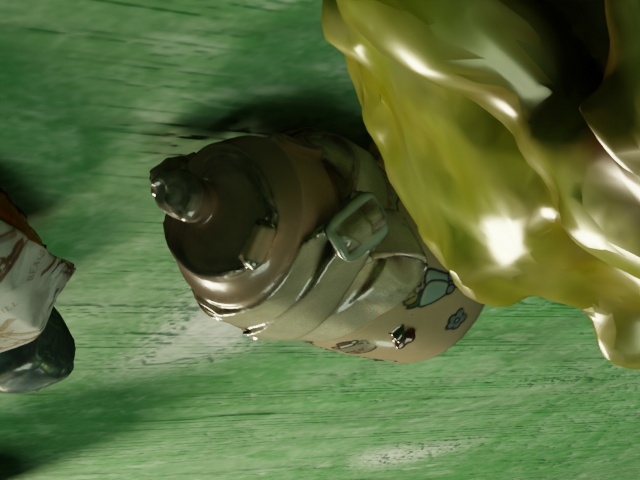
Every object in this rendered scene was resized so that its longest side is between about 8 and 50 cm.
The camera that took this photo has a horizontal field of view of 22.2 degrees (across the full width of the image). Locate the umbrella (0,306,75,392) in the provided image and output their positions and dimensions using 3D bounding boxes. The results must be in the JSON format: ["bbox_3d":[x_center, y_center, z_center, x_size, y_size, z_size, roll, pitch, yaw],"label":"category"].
[{"bbox_3d":[-0.269,0.119,0.841,0.349,0.094,0.143,-24,163,23],"label":"umbrella"}]

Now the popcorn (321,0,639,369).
[{"bbox_3d":[0.115,-0.079,0.400,0.256,0.195,0.255,-25,168,32],"label":"popcorn"}]

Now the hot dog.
[{"bbox_3d":[-0.167,0.004,0.644,0.099,0.053,0.192,-19,158,13],"label":"hot dog"}]

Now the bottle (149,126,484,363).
[{"bbox_3d":[-0.001,0.001,0.684,0.099,0.099,0.152,-25,154,31],"label":"bottle"}]
